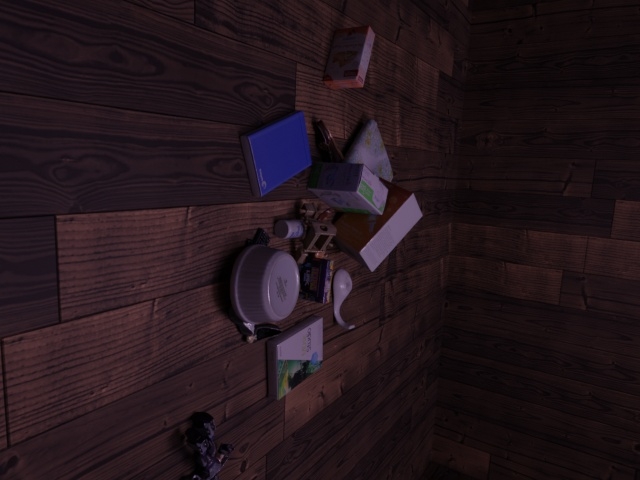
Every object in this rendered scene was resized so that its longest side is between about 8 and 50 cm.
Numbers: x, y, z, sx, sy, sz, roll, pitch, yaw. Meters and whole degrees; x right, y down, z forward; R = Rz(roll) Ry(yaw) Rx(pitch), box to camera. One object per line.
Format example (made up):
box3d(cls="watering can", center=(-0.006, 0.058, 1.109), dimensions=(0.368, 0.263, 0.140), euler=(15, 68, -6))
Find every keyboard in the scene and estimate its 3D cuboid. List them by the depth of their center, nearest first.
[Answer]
box3d(cls="keyboard", center=(-0.229, 0.045, 1.610), dimensions=(0.108, 0.023, 0.180), euler=(51, 54, -50))

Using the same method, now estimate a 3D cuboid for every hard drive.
box3d(cls="hard drive", center=(-0.145, -0.311, 1.643), dimensions=(0.318, 0.040, 0.210), euler=(-41, 131, -46))

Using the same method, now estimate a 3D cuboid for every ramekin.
box3d(cls="ramekin", center=(-0.171, 0.147, 1.555), dimensions=(0.273, 0.127, 0.273), euler=(1, 90, -66))

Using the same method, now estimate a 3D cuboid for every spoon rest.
box3d(cls="spoon rest", center=(0.099, 0.267, 2.153), dimensions=(0.137, 0.084, 0.276), euler=(1, 83, -59))

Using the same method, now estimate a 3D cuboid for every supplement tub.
box3d(cls="supplement tub", center=(-0.112, -0.043, 1.730), dimensions=(0.107, 0.071, 0.071), euler=(-8, 104, -57))

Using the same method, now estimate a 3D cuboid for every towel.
box3d(cls="towel", center=(0.220, -0.320, 2.186), dimensions=(0.321, 0.090, 0.374), euler=(-64, 144, -31))

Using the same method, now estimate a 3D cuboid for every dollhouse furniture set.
box3d(cls="dollhouse furniture set", center=(-0.035, -0.027, 1.821), dimensions=(0.101, 0.161, 0.182), euler=(4, 138, -30))

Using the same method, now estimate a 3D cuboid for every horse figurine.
box3d(cls="horse figurine", center=(0.000, 0.000, 1.927), dimensions=(0.174, 0.066, 0.263), euler=(-32, 126, -58))

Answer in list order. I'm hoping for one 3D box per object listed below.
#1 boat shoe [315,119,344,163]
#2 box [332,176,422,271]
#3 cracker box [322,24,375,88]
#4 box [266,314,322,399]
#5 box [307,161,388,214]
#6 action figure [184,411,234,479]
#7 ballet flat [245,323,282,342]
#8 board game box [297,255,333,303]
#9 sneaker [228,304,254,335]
box3d(cls="boat shoe", center=(0.025, -0.383, 1.870), dimensions=(0.073, 0.073, 0.207), euler=(-33, 129, 0))
box3d(cls="box", center=(0.240, -0.075, 2.042), dimensions=(0.345, 0.215, 0.168), euler=(-47, 138, -10))
box3d(cls="cracker box", center=(0.112, -0.720, 1.848), dimensions=(0.067, 0.155, 0.232), euler=(25, 76, -57))
box3d(cls="box", center=(-0.096, 0.462, 1.887), dimensions=(0.322, 0.058, 0.232), euler=(-20, 113, -54))
box3d(cls="box", center=(0.117, -0.212, 1.906), dimensions=(0.262, 0.231, 0.127), euler=(32, 70, -57))
box3d(cls="action figure", center=(-0.360, 0.689, 1.486), dimensions=(0.185, 0.099, 0.285), euler=(-50, 141, -53))
box3d(cls="ballet flat", center=(-0.205, 0.333, 1.689), dimensions=(0.173, 0.049, 0.058), euler=(-8, 103, -57))
box3d(cls="board game box", center=(-0.028, 0.152, 1.843), dimensions=(0.048, 0.141, 0.170), euler=(1, 96, -58))
box3d(cls="sneaker", center=(-0.264, 0.258, 1.587), dimensions=(0.061, 0.053, 0.152), euler=(-75, 154, -43))
